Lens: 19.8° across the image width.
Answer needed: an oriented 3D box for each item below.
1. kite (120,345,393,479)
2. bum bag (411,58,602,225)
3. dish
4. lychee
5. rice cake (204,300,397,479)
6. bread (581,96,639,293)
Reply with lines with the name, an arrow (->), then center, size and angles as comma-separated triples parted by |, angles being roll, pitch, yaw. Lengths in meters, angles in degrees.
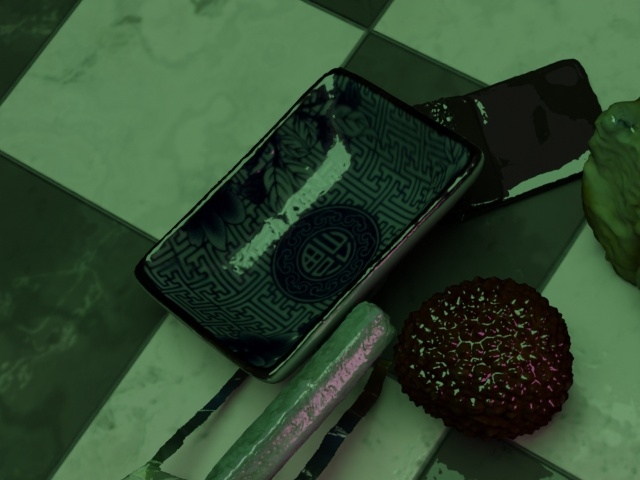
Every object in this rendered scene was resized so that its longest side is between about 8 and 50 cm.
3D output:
kite -> -0.087, 0.191, 1.315 | 0.204, 0.022, 0.360 | 15, 47, 37
bum bag -> 0.148, -0.082, 1.461 | 0.159, 0.026, 0.109 | -20, 61, 2
dish -> 0.000, 0.000, 1.414 | 0.243, 0.080, 0.182 | -46, 48, -10
lychee -> 0.118, 0.087, 1.335 | 0.129, 0.123, 0.123 | -15, 62, -4
rice cake -> -0.020, 0.126, 1.299 | 0.208, 0.033, 0.033 | -48, 28, -17
bread -> 0.374, -0.003, 1.245 | 0.239, 0.264, 0.395 | -34, 61, -9
